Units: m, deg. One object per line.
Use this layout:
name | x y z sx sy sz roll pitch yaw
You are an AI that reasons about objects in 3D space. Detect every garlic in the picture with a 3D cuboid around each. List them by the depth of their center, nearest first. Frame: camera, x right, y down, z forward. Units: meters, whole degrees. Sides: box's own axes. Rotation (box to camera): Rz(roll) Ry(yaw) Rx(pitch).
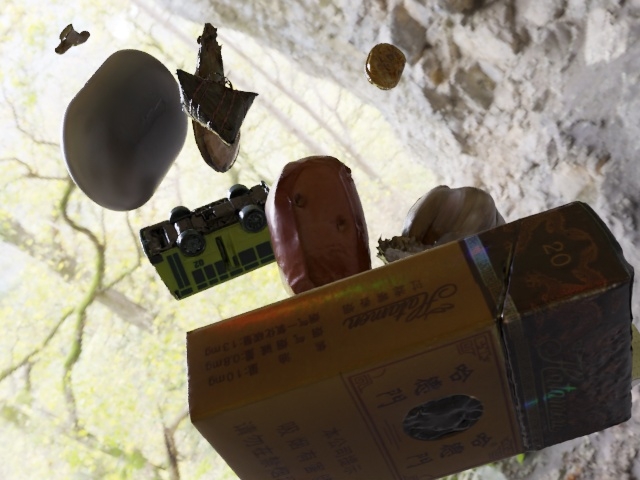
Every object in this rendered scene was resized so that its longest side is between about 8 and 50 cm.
garlic | 0.174 -0.011 1.205 0.207 0.207 0.257 -53 35 11

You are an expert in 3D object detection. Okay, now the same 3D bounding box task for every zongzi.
zongzi | -0.114 -0.139 0.727 0.083 0.073 0.067 15 68 21

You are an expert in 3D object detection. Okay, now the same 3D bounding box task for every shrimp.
shrimp | -0.170 -0.233 1.234 0.052 0.143 0.251 -1 83 20

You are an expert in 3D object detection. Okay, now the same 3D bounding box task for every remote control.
remote control | -0.334 -0.197 1.314 0.103 0.221 0.332 -6 41 29

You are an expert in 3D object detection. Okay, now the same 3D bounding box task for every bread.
bread | 0.135 -0.370 1.587 0.044 0.083 0.111 131 160 -61

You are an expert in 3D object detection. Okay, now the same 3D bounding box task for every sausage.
sausage | 0.000 0.000 1.187 0.141 0.153 0.268 162 97 -76

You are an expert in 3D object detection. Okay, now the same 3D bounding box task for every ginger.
ginger | -0.467 -0.380 1.395 0.097 0.030 0.048 -53 -15 -48

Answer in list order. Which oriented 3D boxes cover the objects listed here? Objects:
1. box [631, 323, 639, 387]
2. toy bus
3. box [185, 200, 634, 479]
box | 0.396 0.270 1.300 0.330 0.210 0.095 112 141 -55
toy bus | -0.196 0.004 1.426 0.262 0.150 0.128 -22 34 -9
box | 0.102 0.139 0.769 0.415 0.264 0.116 -18 44 5
